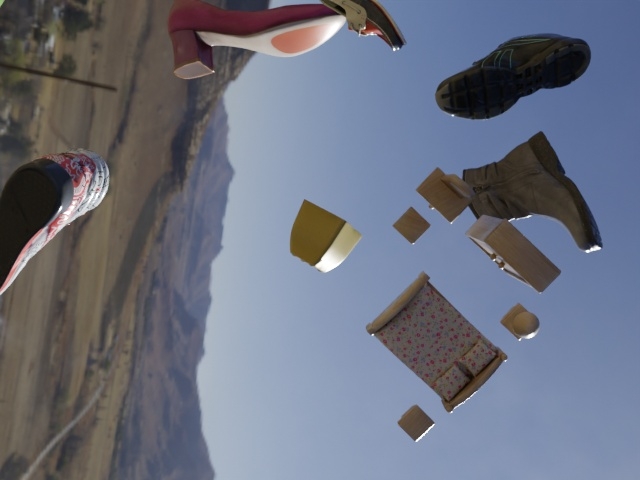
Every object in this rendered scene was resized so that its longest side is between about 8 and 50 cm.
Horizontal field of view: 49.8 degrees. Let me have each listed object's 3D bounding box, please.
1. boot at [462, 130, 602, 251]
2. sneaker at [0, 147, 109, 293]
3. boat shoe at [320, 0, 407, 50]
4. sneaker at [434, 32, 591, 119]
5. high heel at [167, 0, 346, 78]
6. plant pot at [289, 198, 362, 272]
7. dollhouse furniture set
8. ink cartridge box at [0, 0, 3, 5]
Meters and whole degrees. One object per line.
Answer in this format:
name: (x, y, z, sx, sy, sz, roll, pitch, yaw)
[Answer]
boot: (0.458, -0.068, 1.520, 0.223, 0.118, 0.338, -30, -135, 17)
sneaker: (-0.374, -0.012, 0.865, 0.270, 0.090, 0.145, -40, -174, 21)
boat shoe: (0.046, -0.256, 0.781, 0.137, 0.043, 0.049, 52, 4, 25)
sneaker: (0.322, -0.287, 1.191, 0.106, 0.267, 0.101, -107, 180, -50)
high heel: (-0.136, -0.451, 1.358, 0.127, 0.377, 0.181, 36, 46, -70)
plant pot: (0.000, 0.000, 1.053, 0.083, 0.081, 0.081, -60, 152, -2)
dollhouse furniture set: (0.176, 0.114, 1.086, 0.355, 0.303, 0.174, -46, -177, 4)
ink cartridge box: (-0.306, -0.250, 0.414, 0.097, 0.255, 0.189, -53, -156, 41)
